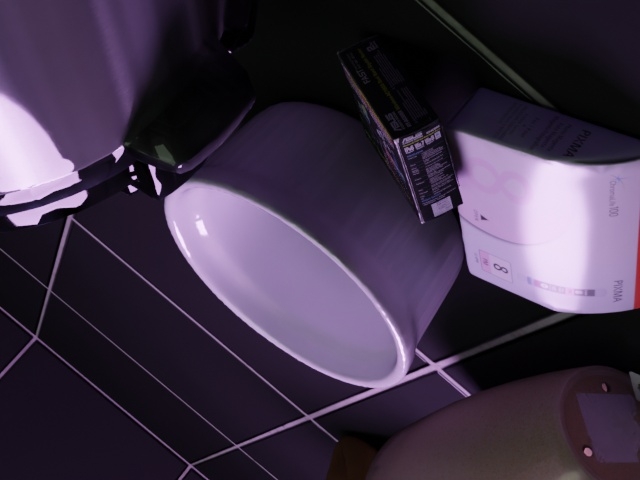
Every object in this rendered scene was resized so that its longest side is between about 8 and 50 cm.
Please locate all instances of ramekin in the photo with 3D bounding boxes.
[{"bbox_3d":[0.000,0.000,0.969,0.277,0.135,0.277,31,154,17],"label":"ramekin"}]

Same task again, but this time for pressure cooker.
[{"bbox_3d":[-0.236,-0.208,0.669,0.420,0.376,0.369,88,170,-60],"label":"pressure cooker"}]

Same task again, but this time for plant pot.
[{"bbox_3d":[0.210,0.238,0.997,0.256,0.256,0.274,38,140,3],"label":"plant pot"}]

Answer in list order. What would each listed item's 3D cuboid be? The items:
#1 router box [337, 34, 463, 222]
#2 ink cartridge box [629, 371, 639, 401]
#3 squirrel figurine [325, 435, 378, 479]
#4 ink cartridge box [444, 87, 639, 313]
[{"bbox_3d":[0.061,-0.087,0.782,0.122,0.038,0.092,63,179,44],"label":"router box"},{"bbox_3d":[0.313,0.129,0.881,0.083,0.028,0.048,18,148,38],"label":"ink cartridge box"},{"bbox_3d":[0.161,0.510,1.480,0.370,0.281,0.397,41,159,-20],"label":"squirrel figurine"},{"bbox_3d":[0.211,-0.004,0.766,0.232,0.066,0.189,28,154,32],"label":"ink cartridge box"}]
